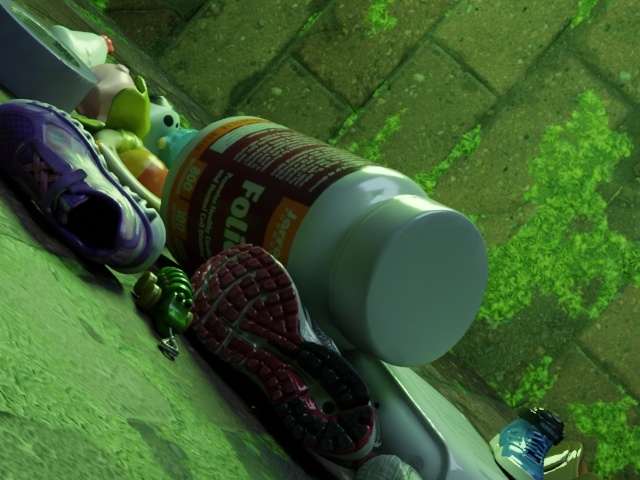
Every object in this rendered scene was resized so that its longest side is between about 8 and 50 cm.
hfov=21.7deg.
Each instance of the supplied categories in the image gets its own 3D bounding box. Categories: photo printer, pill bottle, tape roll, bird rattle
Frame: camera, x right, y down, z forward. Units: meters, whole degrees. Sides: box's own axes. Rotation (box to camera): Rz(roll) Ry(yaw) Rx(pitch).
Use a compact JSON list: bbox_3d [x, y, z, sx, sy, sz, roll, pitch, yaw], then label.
[{"bbox_3d":[0.143,0.271,1.967,0.256,0.107,0.307,41,6,-37],"label":"photo printer"},{"bbox_3d":[0.000,0.000,2.000,0.392,0.224,0.224,25,-10,47],"label":"pill bottle"},{"bbox_3d":[-0.405,-0.253,2.312,0.189,0.080,0.189,41,5,-5],"label":"tape roll"},{"bbox_3d":[-0.230,-0.072,2.173,0.253,0.143,0.207,55,16,-5],"label":"bird rattle"}]

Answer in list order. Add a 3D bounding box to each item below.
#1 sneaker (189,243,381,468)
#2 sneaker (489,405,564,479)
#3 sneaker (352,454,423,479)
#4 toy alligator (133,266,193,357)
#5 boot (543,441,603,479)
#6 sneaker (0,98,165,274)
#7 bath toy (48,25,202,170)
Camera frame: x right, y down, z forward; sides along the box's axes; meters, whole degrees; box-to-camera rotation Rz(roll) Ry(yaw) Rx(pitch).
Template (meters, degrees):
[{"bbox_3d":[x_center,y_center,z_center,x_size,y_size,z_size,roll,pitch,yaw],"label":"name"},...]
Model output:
[{"bbox_3d":[-0.043,0.130,1.804,0.299,0.121,0.112,54,-4,29],"label":"sneaker"},{"bbox_3d":[0.252,0.241,1.979,0.058,0.084,0.152,44,5,-7],"label":"sneaker"},{"bbox_3d":[0.083,0.282,1.619,0.086,0.085,0.237,49,7,-14],"label":"sneaker"},{"bbox_3d":[-0.154,0.067,1.749,0.056,0.051,0.189,40,6,-22],"label":"toy alligator"},{"bbox_3d":[0.316,0.375,2.063,0.283,0.109,0.220,-153,-132,-73],"label":"boot"},{"bbox_3d":[-0.267,-0.057,1.747,0.236,0.095,0.104,44,13,4],"label":"sneaker"},{"bbox_3d":[-0.283,-0.194,2.440,0.129,0.151,0.348,-22,52,-39],"label":"bath toy"}]
